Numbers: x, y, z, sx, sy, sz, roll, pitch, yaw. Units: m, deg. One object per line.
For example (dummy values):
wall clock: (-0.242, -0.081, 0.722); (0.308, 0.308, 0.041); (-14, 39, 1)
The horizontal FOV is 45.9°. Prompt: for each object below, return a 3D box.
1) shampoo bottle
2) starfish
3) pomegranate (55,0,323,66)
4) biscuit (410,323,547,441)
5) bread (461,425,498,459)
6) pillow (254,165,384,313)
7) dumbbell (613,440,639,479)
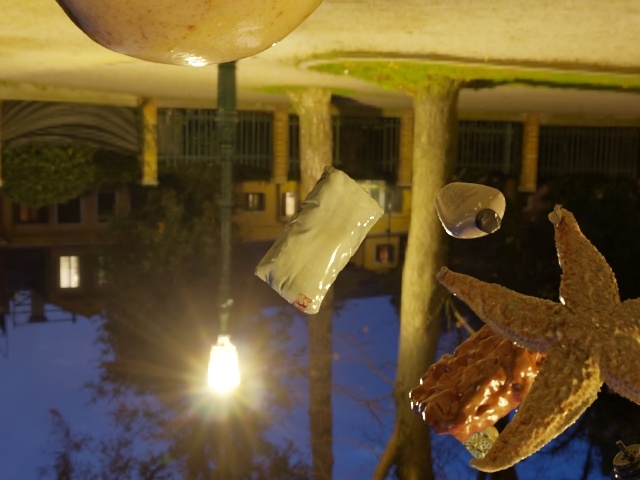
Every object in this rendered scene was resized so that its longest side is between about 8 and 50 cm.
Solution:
shampoo bottle: (0.296, -0.061, 1.496); (0.127, 0.078, 0.257); (-35, -167, 3)
starfish: (0.216, 0.080, 0.674); (0.295, 0.048, 0.231); (-34, -123, -13)
pomegranate: (-0.129, -0.301, 0.655); (0.318, 0.320, 0.319); (1, -173, 0)
biscuit: (0.322, 0.254, 1.469); (0.318, 0.110, 0.312); (-40, 180, -5)
bread: (0.364, 0.439, 1.770); (0.083, 0.157, 0.094); (-43, 159, 27)
pillow: (0.000, 0.000, 1.255); (0.128, 0.229, 0.051); (34, 180, -10)
dumbbell: (0.683, 0.504, 1.572); (0.099, 0.209, 0.099); (-37, 179, -1)
